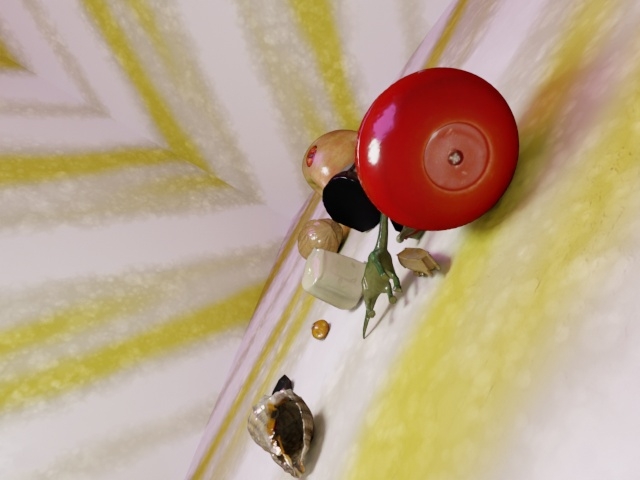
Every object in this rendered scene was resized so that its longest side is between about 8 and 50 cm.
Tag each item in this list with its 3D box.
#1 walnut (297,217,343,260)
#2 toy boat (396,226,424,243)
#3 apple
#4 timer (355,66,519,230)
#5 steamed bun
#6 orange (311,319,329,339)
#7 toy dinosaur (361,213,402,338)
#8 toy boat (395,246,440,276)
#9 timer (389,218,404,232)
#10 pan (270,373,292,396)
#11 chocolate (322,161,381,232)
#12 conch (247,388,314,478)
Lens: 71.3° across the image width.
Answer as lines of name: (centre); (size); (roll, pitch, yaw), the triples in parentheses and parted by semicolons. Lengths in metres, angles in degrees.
walnut: (0.000, 0.000, 2.178); (0.261, 0.225, 0.225); (-46, 18, 56)
toy boat: (0.290, -0.060, 1.389); (0.089, 0.071, 0.185); (-36, 28, 62)
apple: (0.109, -0.348, 2.147); (0.346, 0.391, 0.391); (-43, 9, -9)
timer: (0.272, -0.209, 1.058); (0.378, 0.378, 0.279); (-59, 13, 8)
steamed bun: (0.042, 0.134, 1.596); (0.170, 0.225, 0.200); (-43, 22, 56)
orange: (-0.005, 0.340, 1.714); (0.086, 0.062, 0.086); (-54, 12, 17)
toy dinosaur: (0.158, 0.057, 1.313); (0.301, 0.087, 0.447); (-104, 26, -50)
toy boat: (0.262, 0.064, 1.203); (0.064, 0.072, 0.206); (-35, 10, -5)
timer: (0.280, -0.132, 1.474); (0.187, 0.055, 0.144); (-63, -32, -14)
pan: (-0.157, 0.619, 1.718); (0.128, 0.048, 0.202); (-53, 12, 38)
chocolate: (0.168, -0.197, 1.870); (0.186, 0.283, 0.283); (-49, 2, -39)
conch: (-0.098, 0.568, 1.350); (0.210, 0.159, 0.291); (-51, 50, 4)
